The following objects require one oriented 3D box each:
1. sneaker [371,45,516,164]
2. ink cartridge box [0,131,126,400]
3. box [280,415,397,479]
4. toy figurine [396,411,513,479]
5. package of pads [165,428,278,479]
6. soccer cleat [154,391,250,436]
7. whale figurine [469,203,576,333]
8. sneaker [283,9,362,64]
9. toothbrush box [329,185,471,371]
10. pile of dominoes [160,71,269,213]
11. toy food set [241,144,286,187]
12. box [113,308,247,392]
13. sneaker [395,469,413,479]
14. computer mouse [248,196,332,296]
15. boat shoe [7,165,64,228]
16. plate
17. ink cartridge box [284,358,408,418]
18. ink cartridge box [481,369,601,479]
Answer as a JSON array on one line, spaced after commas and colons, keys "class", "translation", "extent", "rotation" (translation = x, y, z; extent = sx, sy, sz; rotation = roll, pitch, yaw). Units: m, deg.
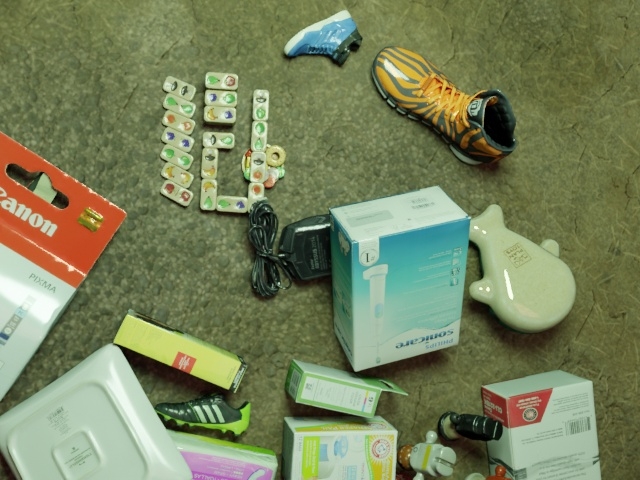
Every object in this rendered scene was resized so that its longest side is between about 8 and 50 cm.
[{"class": "sneaker", "translation": [0.253, -0.272, 1.249], "extent": [0.321, 0.180, 0.124], "rotation": [34, 83, -12]}, {"class": "ink cartridge box", "translation": [-0.559, 0.034, 1.080], "extent": [0.308, 0.091, 0.385], "rotation": [34, 92, -12]}, {"class": "box", "translation": [0.035, 0.403, 1.249], "extent": [0.203, 0.103, 0.114], "rotation": [4, 91, -14]}, {"class": "toy figurine", "translation": [0.261, 0.449, 1.255], "extent": [0.210, 0.148, 0.213], "rotation": [-22, 90, -32]}, {"class": "package of pads", "translation": [-0.245, 0.474, 1.184], "extent": [0.297, 0.101, 0.229], "rotation": [16, 87, -13]}, {"class": "soccer cleat", "translation": [-0.216, 0.312, 1.214], "extent": [0.179, 0.060, 0.072], "rotation": [16, 78, -20]}, {"class": "whale figurine", "translation": [0.387, 0.064, 1.332], "extent": [0.216, 0.141, 0.272], "rotation": [-31, 74, -12]}, {"class": "sneaker", "translation": [0.011, -0.370, 1.250], "extent": [0.152, 0.058, 0.084], "rotation": [-32, 90, -18]}, {"class": "toothbrush box", "translation": [0.139, 0.072, 1.192], "extent": [0.217, 0.126, 0.295], "rotation": [-13, 124, -13]}, {"class": "pile of dominoes", "translation": [-0.196, -0.178, 1.200], "extent": [0.196, 0.040, 0.251], "rotation": [3, 90, -6]}, {"class": "toy food set", "translation": [-0.108, -0.143, 1.245], "extent": [0.083, 0.020, 0.082], "rotation": [6, 90, -14]}, {"class": "box", "translation": [-0.252, 0.199, 1.184], "extent": [0.232, 0.087, 0.058], "rotation": [27, 85, -14]}, {"class": "sneaker", "translation": [0.096, 0.533, 1.289], "extent": [0.225, 0.088, 0.092], "rotation": [-24, 123, -16]}, {"class": "computer mouse", "translation": [0.000, 0.000, 1.247], "extent": [0.273, 0.072, 0.188], "rotation": [-5, 109, -7]}, {"class": "boat shoe", "translation": [-0.494, -0.074, 1.143], "extent": [0.049, 0.042, 0.133], "rotation": [38, 91, -26]}, {"class": "plate", "translation": [-0.399, 0.359, 1.101], "extent": [0.277, 0.045, 0.278], "rotation": [-34, 79, 3]}, {"class": "ink cartridge box", "translation": [0.046, 0.287, 1.247], "extent": [0.209, 0.109, 0.062], "rotation": [15, 88, -14]}, {"class": "ink cartridge box", "translation": [0.456, 0.425, 1.348], "extent": [0.197, 0.114, 0.272], "rotation": [-7, 93, -14]}]
